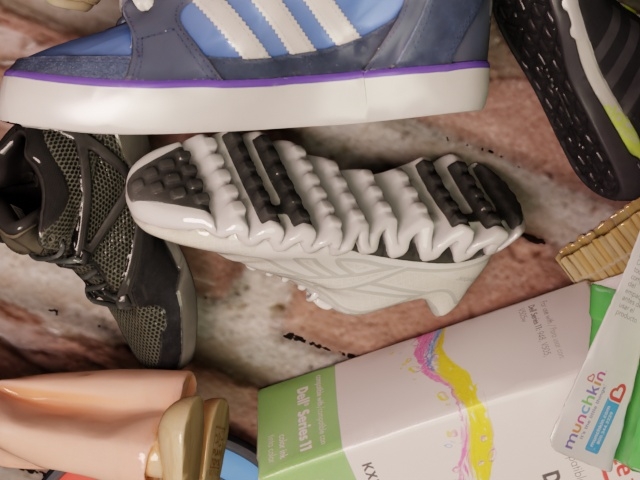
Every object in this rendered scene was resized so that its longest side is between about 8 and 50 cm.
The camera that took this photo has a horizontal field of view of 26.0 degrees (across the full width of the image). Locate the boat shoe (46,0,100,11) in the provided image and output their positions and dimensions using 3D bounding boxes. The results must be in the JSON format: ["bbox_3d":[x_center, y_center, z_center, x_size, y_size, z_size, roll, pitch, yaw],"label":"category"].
[{"bbox_3d":[-0.250,-0.239,0.850,0.302,0.113,0.103,24,106,-17],"label":"boat shoe"}]

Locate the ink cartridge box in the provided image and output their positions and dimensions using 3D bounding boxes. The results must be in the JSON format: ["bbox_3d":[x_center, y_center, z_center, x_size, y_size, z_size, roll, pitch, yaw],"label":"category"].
[{"bbox_3d":[0.150,0.170,1.078,0.353,0.119,0.207,-20,117,8],"label":"ink cartridge box"}]

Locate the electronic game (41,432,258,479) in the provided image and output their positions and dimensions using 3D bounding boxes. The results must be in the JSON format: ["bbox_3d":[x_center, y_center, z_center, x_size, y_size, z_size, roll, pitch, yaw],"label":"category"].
[{"bbox_3d":[-0.128,0.246,1.138,0.229,0.048,0.229,-2,117,-4],"label":"electronic game"}]

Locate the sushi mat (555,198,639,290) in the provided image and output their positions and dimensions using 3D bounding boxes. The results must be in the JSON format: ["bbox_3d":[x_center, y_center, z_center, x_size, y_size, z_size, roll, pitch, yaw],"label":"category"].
[{"bbox_3d":[0.333,0.079,1.115,0.151,0.019,0.316,-35,114,13],"label":"sushi mat"}]

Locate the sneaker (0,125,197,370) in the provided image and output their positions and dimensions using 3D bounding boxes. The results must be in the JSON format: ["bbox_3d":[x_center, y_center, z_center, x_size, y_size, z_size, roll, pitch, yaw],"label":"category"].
[{"bbox_3d":[-0.165,0.009,0.967,0.130,0.087,0.227,-34,122,-37],"label":"sneaker"}]

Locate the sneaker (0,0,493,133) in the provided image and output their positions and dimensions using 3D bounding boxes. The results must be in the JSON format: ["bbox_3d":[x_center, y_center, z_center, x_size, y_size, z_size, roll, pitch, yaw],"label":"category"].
[{"bbox_3d":[-0.045,-0.188,0.877,0.323,0.130,0.236,-4,95,-10],"label":"sneaker"}]

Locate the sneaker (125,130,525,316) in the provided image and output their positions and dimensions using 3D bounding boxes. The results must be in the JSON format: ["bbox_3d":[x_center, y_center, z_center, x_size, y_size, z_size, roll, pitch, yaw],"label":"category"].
[{"bbox_3d":[0.000,0.000,0.980,0.292,0.110,0.118,7,131,-24],"label":"sneaker"}]

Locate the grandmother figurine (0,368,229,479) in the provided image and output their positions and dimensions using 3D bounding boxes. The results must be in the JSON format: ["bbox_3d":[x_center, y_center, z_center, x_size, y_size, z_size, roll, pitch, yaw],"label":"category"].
[{"bbox_3d":[-0.244,0.127,1.005,0.342,0.208,0.104,6,75,10],"label":"grandmother figurine"}]

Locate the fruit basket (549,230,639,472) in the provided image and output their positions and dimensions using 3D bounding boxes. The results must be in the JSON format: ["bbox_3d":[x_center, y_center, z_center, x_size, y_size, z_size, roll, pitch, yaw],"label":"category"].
[{"bbox_3d":[0.324,0.017,0.943,0.327,0.165,0.353,22,83,-32],"label":"fruit basket"}]

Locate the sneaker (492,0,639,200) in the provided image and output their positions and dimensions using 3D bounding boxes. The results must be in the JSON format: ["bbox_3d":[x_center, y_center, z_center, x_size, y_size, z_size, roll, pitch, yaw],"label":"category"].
[{"bbox_3d":[0.197,-0.138,0.977,0.097,0.084,0.234,-35,118,-15],"label":"sneaker"}]
